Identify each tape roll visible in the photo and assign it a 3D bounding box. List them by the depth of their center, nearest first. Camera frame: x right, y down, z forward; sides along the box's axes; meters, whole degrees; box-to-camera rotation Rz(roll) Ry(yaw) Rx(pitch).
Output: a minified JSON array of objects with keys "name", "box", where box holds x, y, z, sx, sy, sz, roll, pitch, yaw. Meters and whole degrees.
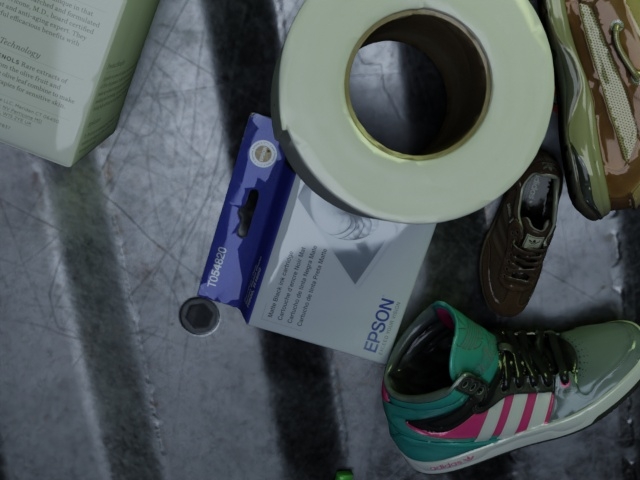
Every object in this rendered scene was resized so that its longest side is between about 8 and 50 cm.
[{"name":"tape roll","box":[0.077,-0.138,0.967,0.246,0.169,0.246,0,93,-5]}]

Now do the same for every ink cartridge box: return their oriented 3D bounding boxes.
[{"name":"ink cartridge box","box":[0.000,0.000,1.099,0.223,0.045,0.223,16,106,-4]}]

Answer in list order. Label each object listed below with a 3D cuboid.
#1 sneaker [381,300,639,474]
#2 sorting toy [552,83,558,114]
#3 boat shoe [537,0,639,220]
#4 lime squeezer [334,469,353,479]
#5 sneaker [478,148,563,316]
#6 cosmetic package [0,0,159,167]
[{"name":"sneaker","box":[0.188,0.124,1.077,0.295,0.124,0.178,-26,130,9]},{"name":"sorting toy","box":[0.361,-0.117,1.059,0.274,0.046,0.132,37,103,-9]},{"name":"boat shoe","box":[0.278,-0.185,0.988,0.119,0.122,0.324,-9,101,12]},{"name":"lime squeezer","box":[-0.025,0.418,1.228,0.109,0.059,0.311,-7,107,-29]},{"name":"sneaker","box":[0.210,-0.001,1.081,0.066,0.071,0.189,7,106,-1]},{"name":"cosmetic package","box":[-0.217,-0.274,0.946,0.155,0.197,0.366,21,104,-4]}]
